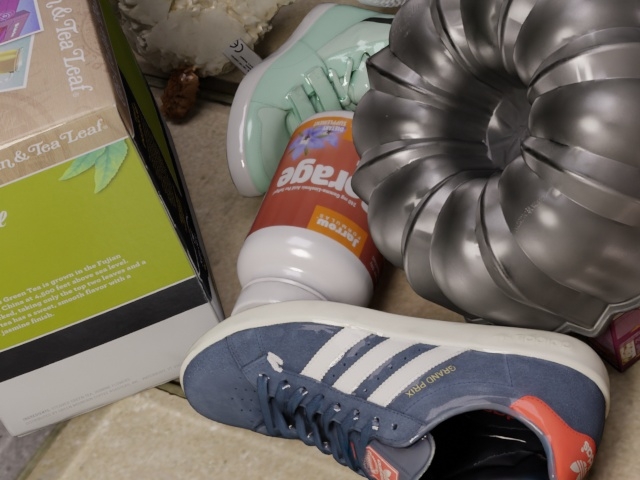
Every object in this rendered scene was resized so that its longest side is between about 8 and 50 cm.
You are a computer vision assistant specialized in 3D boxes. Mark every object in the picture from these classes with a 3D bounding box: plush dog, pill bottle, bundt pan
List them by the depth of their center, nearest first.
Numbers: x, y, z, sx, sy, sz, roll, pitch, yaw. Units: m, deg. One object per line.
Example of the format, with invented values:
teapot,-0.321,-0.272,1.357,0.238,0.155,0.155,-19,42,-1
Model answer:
bundt pan,0.149,-0.086,1.353,0.331,0.124,0.330,-10,76,43
pill bottle,0.000,0.000,1.498,0.121,0.121,0.216,4,50,22
plush dog,-0.144,-0.261,1.784,0.262,0.210,0.225,3,27,-16

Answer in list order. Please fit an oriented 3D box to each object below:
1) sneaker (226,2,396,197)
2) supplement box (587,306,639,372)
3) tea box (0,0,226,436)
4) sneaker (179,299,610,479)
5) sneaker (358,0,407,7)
sneaker,0.018,-0.138,1.634,0.151,0.094,0.256,7,48,32
supplement box,0.243,0.056,1.387,0.055,0.083,0.043,-35,46,-15
tea box,-0.249,-0.071,1.508,0.220,0.323,0.329,-21,44,0
sneaker,0.044,0.142,1.342,0.350,0.131,0.148,0,44,19
sneaker,0.042,-0.370,1.826,0.210,0.137,0.366,4,45,23
